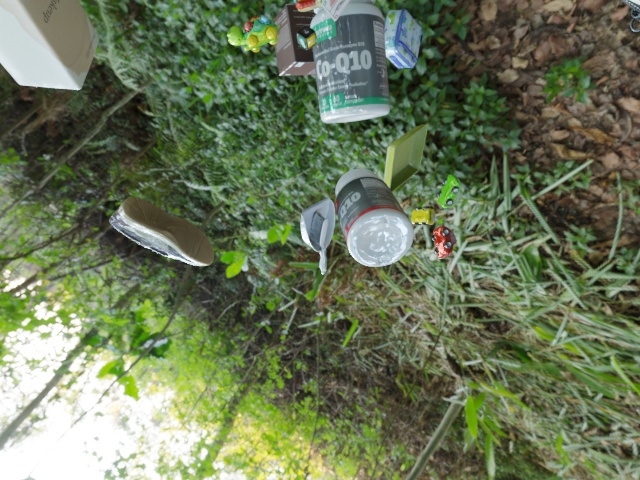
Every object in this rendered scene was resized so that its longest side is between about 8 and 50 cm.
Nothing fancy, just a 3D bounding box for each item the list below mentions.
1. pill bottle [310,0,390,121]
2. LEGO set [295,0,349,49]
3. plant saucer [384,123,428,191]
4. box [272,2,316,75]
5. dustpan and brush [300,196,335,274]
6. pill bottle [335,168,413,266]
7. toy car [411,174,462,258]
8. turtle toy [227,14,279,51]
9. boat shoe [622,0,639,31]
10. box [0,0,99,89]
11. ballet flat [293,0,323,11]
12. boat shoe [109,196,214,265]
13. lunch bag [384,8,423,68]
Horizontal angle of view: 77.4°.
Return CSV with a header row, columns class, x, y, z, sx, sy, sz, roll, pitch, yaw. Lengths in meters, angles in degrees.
class,x,y,z,sx,sy,sz,roll,pitch,yaw
pill bottle,0.081,-0.528,1.124,0.204,0.204,0.360,8,109,56
LEGO set,0.032,-0.368,0.507,0.060,0.244,0.183,46,-162,21
plant saucer,0.271,-0.274,1.313,0.045,0.188,0.188,32,145,28
box,-0.070,-0.752,1.512,0.169,0.167,0.202,11,112,62
dustpan and brush,0.000,0.000,1.132,0.060,0.147,0.210,23,123,26
pill bottle,0.126,-0.073,1.054,0.161,0.161,0.283,48,-165,-30
toy car,0.375,-0.090,1.210,0.239,0.053,0.224,-113,33,-51
turtle toy,-0.163,-0.507,0.981,0.095,0.130,0.066,-105,-7,-74
boat shoe,0.987,-0.698,1.157,0.501,0.186,0.156,7,174,-16
box,-0.501,-0.409,0.644,0.121,0.147,0.311,5,160,-2
ballet flat,0.021,-0.484,0.680,0.123,0.123,0.348,39,176,-5
boat shoe,-0.406,-0.010,1.046,0.093,0.102,0.285,-22,142,28
lunch bag,0.330,-0.803,1.611,0.090,0.175,0.219,16,-173,32
